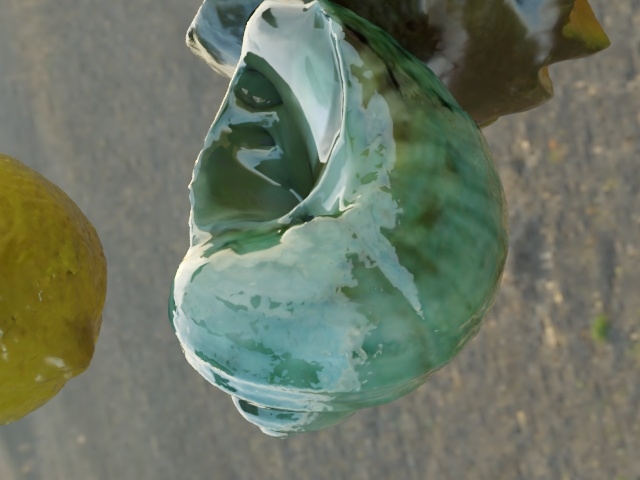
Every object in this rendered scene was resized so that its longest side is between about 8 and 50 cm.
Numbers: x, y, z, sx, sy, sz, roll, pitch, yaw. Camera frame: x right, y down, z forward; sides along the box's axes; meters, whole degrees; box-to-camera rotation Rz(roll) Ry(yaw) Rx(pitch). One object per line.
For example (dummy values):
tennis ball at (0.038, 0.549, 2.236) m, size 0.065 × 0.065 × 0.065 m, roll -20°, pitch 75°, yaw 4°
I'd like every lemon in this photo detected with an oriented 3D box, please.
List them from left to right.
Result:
lemon at (-0.250, 0.029, 1.167) m, size 0.231 × 0.192 × 0.192 m, roll 23°, pitch 140°, yaw 15°

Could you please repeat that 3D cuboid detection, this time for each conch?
conch at (0.003, -0.002, 0.774) m, size 0.176 × 0.188 × 0.122 m, roll 29°, pitch 179°, yaw 34°

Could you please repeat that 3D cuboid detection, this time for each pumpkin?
pumpkin at (0.035, -0.100, 0.866) m, size 0.130 × 0.149 × 0.254 m, roll 58°, pitch 141°, yaw 6°
